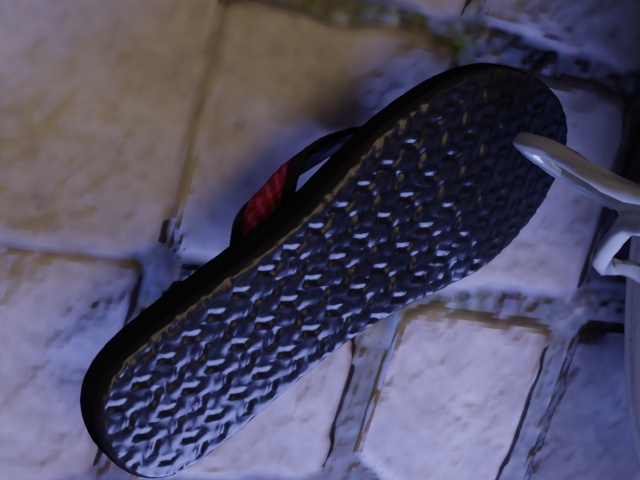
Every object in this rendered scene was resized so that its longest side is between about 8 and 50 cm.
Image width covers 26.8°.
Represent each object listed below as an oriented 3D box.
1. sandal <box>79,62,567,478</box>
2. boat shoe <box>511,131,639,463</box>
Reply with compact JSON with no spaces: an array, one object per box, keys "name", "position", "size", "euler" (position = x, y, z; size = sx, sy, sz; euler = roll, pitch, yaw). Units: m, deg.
[{"name":"sandal","position":[0.000,0.000,0.408],"size":[0.179,0.040,0.067],"euler":[-35,126,-15]},{"name":"boat shoe","position":[0.138,-0.034,0.373],"size":[0.156,0.136,0.367],"euler":[-22,135,-40]}]
